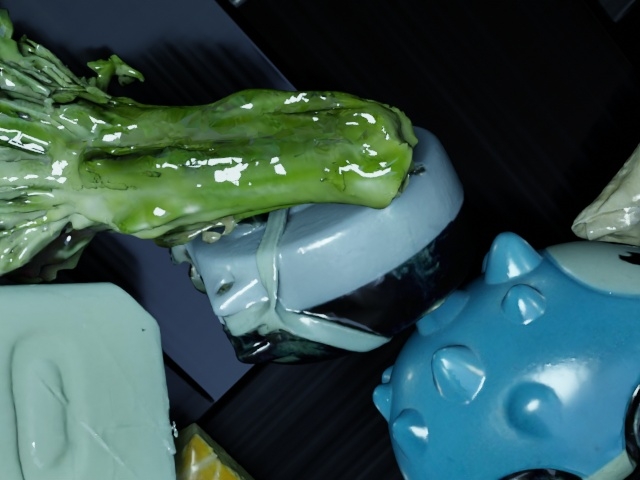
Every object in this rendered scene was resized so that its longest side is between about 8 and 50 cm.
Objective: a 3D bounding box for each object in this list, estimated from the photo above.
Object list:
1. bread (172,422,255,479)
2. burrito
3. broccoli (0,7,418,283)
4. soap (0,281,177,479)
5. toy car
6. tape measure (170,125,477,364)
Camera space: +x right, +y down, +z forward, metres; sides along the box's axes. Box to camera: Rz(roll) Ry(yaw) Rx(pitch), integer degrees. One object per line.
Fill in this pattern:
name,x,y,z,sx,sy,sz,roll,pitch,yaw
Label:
bread,-0.077,0.234,0.804,0.125,0.068,0.188,-41,111,-2
burrito,0.271,-0.074,0.822,0.087,0.060,0.226,35,93,-21
broccoli,-0.096,-0.049,0.626,0.304,0.145,0.165,1,76,14
soap,-0.233,0.116,0.634,0.289,0.095,0.173,-1,79,-35
toy car,0.150,0.089,0.766,0.255,0.188,0.190,-36,103,10
tape measure,0.004,-0.002,0.705,0.181,0.182,0.107,-31,111,-8
